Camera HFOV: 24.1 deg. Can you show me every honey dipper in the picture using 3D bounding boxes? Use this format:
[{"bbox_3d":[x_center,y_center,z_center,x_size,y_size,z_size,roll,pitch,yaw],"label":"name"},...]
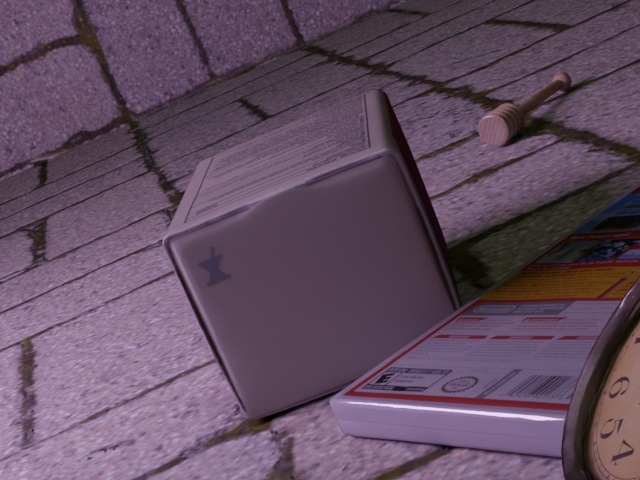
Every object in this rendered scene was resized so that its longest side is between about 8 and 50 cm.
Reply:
[{"bbox_3d":[0.191,-0.122,1.358,0.030,0.030,0.161,-13,12,37],"label":"honey dipper"}]

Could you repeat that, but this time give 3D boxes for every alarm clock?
[{"bbox_3d":[0.156,0.047,0.537,0.129,0.064,0.192,-63,8,-27],"label":"alarm clock"}]

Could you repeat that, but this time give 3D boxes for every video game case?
[{"bbox_3d":[0.167,0.028,0.799,0.285,0.025,0.204,-32,15,-32],"label":"video game case"}]

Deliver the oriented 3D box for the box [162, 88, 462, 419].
[{"bbox_3d":[0.000,0.000,0.972,0.149,0.126,0.232,-22,13,6],"label":"box"}]
